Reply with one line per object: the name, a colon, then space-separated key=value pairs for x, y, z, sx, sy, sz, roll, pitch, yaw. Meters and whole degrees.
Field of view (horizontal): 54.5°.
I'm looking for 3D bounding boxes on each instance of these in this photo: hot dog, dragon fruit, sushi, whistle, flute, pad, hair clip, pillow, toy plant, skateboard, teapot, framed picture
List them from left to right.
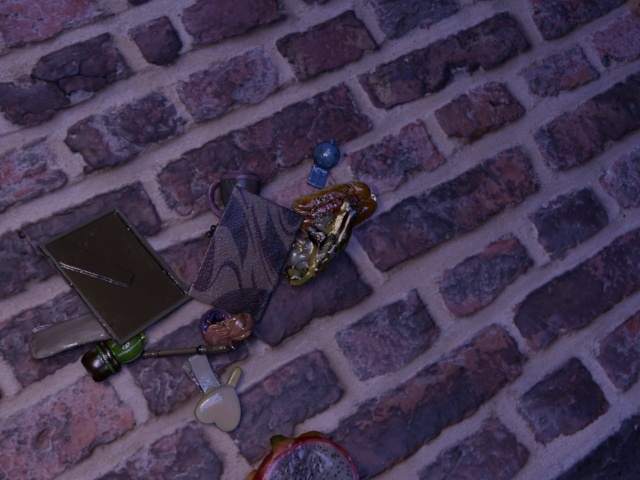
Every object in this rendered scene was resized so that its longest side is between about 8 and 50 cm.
pillow: x=-0.618 y=0.231 z=1.572 sx=0.232 sy=0.038 sz=0.131 roll=-18 pitch=39 yaw=-16
toy plant: x=-0.518 y=0.284 z=1.576 sx=0.162 sy=0.093 sz=0.093 roll=-36 pitch=84 yaw=-20
framed picture: x=-0.528 y=0.084 z=1.619 sx=0.335 sy=0.022 sz=0.247 roll=48 pitch=48 yaw=7
flute: x=-0.349 y=0.285 z=1.602 sx=0.233 sy=0.027 sz=0.027 roll=-7 pitch=74 yaw=10
hair clip: x=-0.270 y=0.390 z=1.619 sx=0.159 sy=0.071 sz=0.219 roll=-28 pitch=86 yaw=-21
skateboard: x=-0.251 y=0.015 z=1.741 sx=0.080 sy=0.067 sz=0.151 roll=-29 pitch=87 yaw=-29
teapot: x=-0.242 y=-0.120 z=1.753 sx=0.148 sy=0.116 sz=0.146 roll=3 pitch=83 yaw=-16
pad: x=-0.200 y=0.040 z=1.708 sx=0.220 sy=0.004 sz=0.330 roll=23 pitch=84 yaw=-16
dragon fruit: x=-0.044 y=0.621 z=1.542 sx=0.290 sy=0.189 sz=0.291 roll=5 pitch=75 yaw=-20
sushi: x=0.006 y=0.005 z=1.736 sx=0.131 sy=0.139 sz=0.291 roll=34 pitch=95 yaw=2
whistle: x=0.012 y=-0.240 z=1.859 sx=0.090 sy=0.090 sz=0.158 roll=20 pitch=70 yaw=-6
hot dog: x=0.043 y=-0.093 z=1.826 sx=0.267 sy=0.075 sz=0.144 roll=-17 pitch=78 yaw=-18

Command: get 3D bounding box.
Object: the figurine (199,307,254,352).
figurine: x=-0.237 y=0.239 z=1.626 sx=0.126 sy=0.157 sz=0.114 roll=34 pitch=67 yaw=-45
